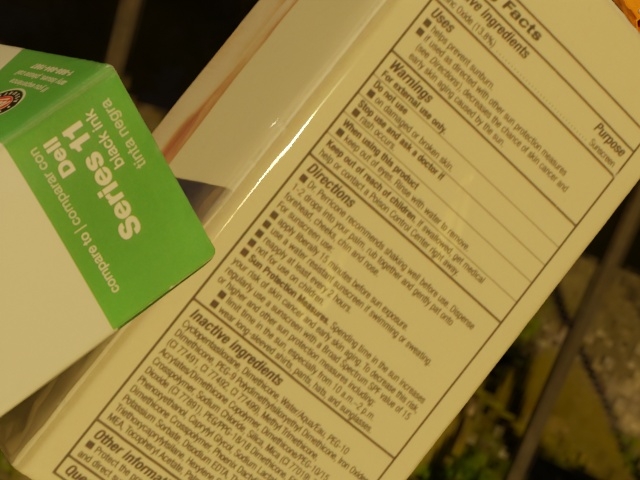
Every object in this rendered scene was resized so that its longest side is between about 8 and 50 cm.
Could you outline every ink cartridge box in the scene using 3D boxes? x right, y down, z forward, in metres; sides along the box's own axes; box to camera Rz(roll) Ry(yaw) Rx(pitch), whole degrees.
[{"bbox_3d":[-0.168,0.019,0.623,0.208,0.087,0.153,-38,28,-22],"label":"ink cartridge box"}]

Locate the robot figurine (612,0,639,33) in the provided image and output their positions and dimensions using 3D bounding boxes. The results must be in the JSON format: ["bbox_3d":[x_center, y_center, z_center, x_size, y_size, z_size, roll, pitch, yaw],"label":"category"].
[{"bbox_3d":[0.348,-0.162,1.578,0.291,0.085,0.211,50,4,-2],"label":"robot figurine"}]

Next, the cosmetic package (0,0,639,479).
[{"bbox_3d":[0.000,0.000,0.742,0.153,0.296,0.129,42,-5,-25],"label":"cosmetic package"}]
